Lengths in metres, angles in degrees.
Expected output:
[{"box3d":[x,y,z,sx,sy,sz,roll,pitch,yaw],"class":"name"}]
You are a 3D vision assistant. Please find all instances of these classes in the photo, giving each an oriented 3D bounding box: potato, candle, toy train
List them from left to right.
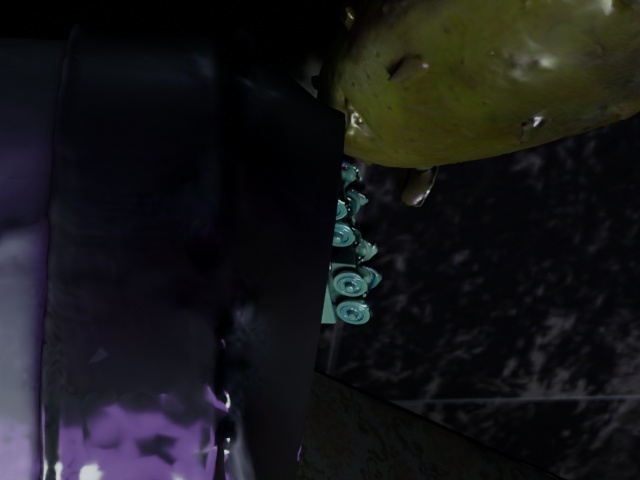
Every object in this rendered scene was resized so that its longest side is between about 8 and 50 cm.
[{"box3d":[-0.168,0.028,0.649,0.342,0.221,0.221,4,137,-2],"class":"candle"},{"box3d":[0.000,0.000,0.790,0.045,0.029,0.092,0,136,14],"class":"toy train"},{"box3d":[0.090,-0.087,0.661,0.225,0.090,0.117,-28,141,30],"class":"potato"}]

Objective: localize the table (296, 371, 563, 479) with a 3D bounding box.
[{"box3d":[-0.033,0.236,0.902,0.335,0.222,0.272,26,126,-32],"class":"table"}]
